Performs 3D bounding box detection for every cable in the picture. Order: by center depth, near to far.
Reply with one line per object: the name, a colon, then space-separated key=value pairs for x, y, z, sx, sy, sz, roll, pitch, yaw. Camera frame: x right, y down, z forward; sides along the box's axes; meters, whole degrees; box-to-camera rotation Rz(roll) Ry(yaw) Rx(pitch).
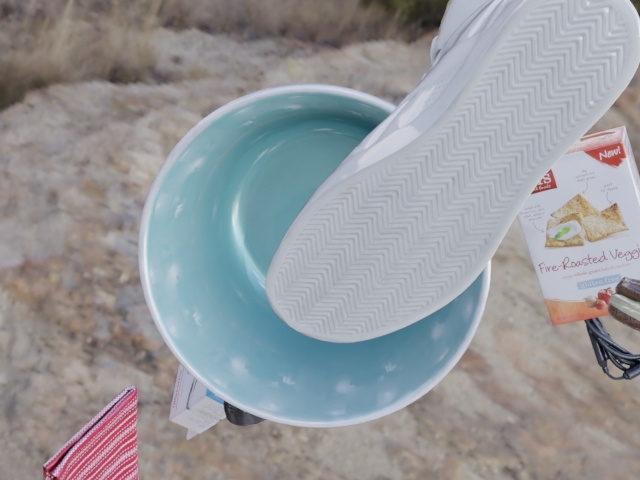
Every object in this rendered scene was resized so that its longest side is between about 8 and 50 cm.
cable: x=0.444 y=0.100 z=1.766 sx=0.150 sy=0.185 sz=0.047 roll=-18 pitch=8 yaw=7

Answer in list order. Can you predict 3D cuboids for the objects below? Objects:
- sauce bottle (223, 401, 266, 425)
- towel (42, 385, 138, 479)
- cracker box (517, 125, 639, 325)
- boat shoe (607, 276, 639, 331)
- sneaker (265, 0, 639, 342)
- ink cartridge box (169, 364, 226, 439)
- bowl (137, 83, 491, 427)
sauce bottle: x=-0.120 y=0.083 z=1.673 sx=0.111 sy=0.345 sz=0.111 roll=-9 pitch=21 yaw=4
towel: x=-0.341 y=0.366 z=1.914 sx=0.031 sy=0.275 sz=0.199 roll=28 pitch=48 yaw=20
cracker box: x=0.346 y=-0.016 z=1.626 sx=0.155 sy=0.232 sz=0.067 roll=-14 pitch=19 yaw=22
boat shoe: x=0.371 y=0.058 z=1.035 sx=0.257 sy=0.095 sz=0.095 roll=15 pitch=-1 yaw=8
sneaker: x=0.085 y=-0.068 z=0.794 sx=0.108 sy=0.292 sz=0.169 roll=39 pitch=28 yaw=-12
ink cartridge box: x=-0.175 y=0.226 z=1.939 sx=0.060 sy=0.180 sz=0.104 roll=28 pitch=48 yaw=-26
bowl: x=0.000 y=0.000 z=1.167 sx=0.311 sy=0.312 sz=0.163 roll=25 pitch=15 yaw=-2
